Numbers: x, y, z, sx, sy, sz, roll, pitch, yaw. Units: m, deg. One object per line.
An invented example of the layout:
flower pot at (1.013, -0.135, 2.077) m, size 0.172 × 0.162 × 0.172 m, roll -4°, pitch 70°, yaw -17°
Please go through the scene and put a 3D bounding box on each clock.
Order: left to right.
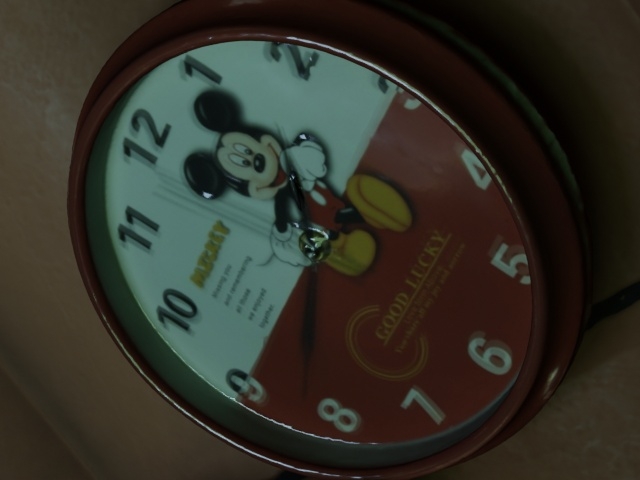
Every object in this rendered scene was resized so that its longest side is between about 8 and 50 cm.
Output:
clock at (0.000, 0.000, 0.887) m, size 0.318 × 0.080 × 0.318 m, roll 13°, pitch 124°, yaw 20°
